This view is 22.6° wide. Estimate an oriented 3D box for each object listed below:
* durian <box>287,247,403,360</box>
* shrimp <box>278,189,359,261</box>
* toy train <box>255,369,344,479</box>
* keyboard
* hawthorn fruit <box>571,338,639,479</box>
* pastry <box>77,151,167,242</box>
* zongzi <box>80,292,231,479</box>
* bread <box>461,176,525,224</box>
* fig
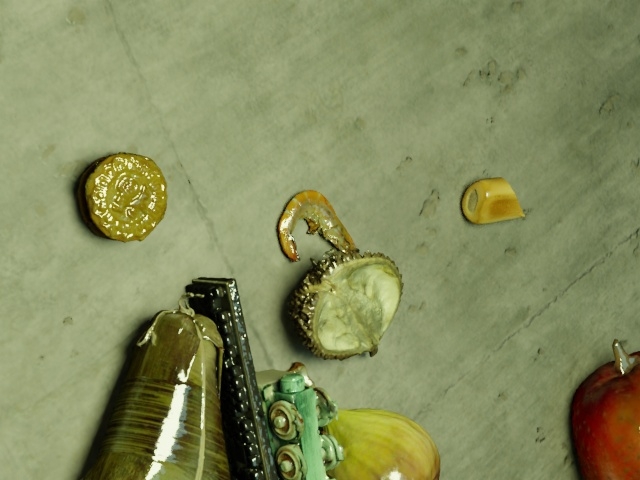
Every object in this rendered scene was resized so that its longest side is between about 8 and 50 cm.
[{"bbox_3d":[0.023,0.078,1.888,0.148,0.091,0.188,-50,134,-17],"label":"durian"},{"bbox_3d":[0.000,0.000,1.907,0.127,0.025,0.091,43,65,-26],"label":"shrimp"},{"bbox_3d":[-0.038,0.242,1.815,0.081,0.125,0.194,-14,102,-40],"label":"toy train"},{"bbox_3d":[-0.092,0.197,1.781,0.027,0.106,0.317,-15,98,-30],"label":"keyboard"},{"bbox_3d":[0.439,0.248,2.156,0.215,0.215,0.249,-27,108,-36],"label":"hawthorn fruit"},{"bbox_3d":[-0.212,-0.047,1.718,0.109,0.057,0.097,20,83,-35],"label":"pastry"},{"bbox_3d":[-0.127,0.207,1.761,0.241,0.111,0.247,34,67,-43],"label":"zongzi"},{"bbox_3d":[0.230,-0.056,2.076,0.103,0.049,0.062,-10,124,-40],"label":"bread"},{"bbox_3d":[0.060,0.239,1.889,0.160,0.143,0.230,-24,100,-68],"label":"fig"}]
